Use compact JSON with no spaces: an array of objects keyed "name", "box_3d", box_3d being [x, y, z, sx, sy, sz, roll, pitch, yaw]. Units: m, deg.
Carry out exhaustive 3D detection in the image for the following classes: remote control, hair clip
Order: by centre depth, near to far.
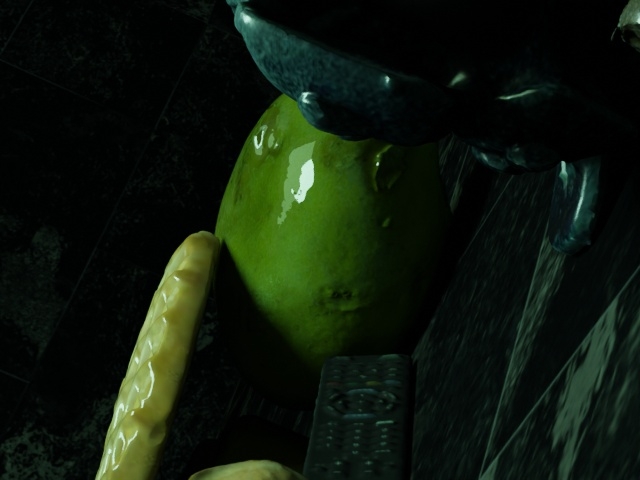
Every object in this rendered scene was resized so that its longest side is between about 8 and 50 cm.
[{"name":"hair clip","box_3d":[0.066,-0.111,0.883,0.310,0.206,0.194,-106,35,-78]},{"name":"remote control","box_3d":[0.024,0.119,1.162,0.245,0.063,0.025,-74,-14,-72]}]

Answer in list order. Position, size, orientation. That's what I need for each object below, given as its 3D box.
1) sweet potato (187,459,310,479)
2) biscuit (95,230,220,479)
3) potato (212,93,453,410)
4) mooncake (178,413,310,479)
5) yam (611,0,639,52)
[{"name":"sweet potato","box_3d":[-0.074,0.283,1.070,0.131,0.131,0.337,-71,0,-57]},{"name":"biscuit","box_3d":[-0.135,0.158,1.320,0.204,0.040,0.309,-82,9,-58]},{"name":"potato","box_3d":[0.000,0.000,1.341,0.148,0.186,0.253,-4,-66,-42]},{"name":"mooncake","box_3d":[-0.067,0.235,1.308,0.235,0.117,0.235,-155,90,-90]},{"name":"yam","box_3d":[0.152,-0.116,0.613,0.079,0.079,0.141,-115,48,-86]}]
